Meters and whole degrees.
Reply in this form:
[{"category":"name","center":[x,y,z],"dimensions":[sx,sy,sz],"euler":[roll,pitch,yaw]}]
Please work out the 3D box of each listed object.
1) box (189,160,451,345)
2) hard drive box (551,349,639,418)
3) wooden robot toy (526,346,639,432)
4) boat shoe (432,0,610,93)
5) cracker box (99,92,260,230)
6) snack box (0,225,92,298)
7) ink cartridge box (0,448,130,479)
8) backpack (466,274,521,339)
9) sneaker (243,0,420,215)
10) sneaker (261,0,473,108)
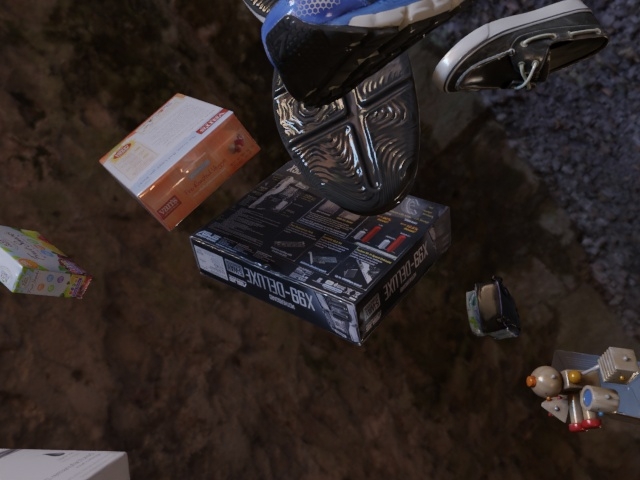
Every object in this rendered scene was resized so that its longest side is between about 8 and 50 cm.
[{"category":"box","center":[0.000,0.000,1.019],"dimensions":[0.307,0.242,0.077],"euler":[19,135,33]},{"category":"hard drive box","center":[0.538,0.267,1.195],"dimensions":[0.232,0.089,0.181],"euler":[22,167,-36]},{"category":"wooden robot toy","center":[0.271,0.167,0.765],"dimensions":[0.079,0.076,0.173],"euler":[9,154,-9]},{"category":"boat shoe","center":[0.236,-0.215,0.799],"dimensions":[0.070,0.219,0.078],"euler":[60,167,25]},{"category":"cracker box","center":[-0.196,-0.114,0.925],"dimensions":[0.067,0.155,0.232],"euler":[53,169,-30]},{"category":"snack box","center":[-0.371,0.024,0.867],"dimensions":[0.141,0.037,0.100],"euler":[29,-171,33]},{"category":"ink cartridge box","center":[-0.297,0.248,0.598],"dimensions":[0.158,0.217,0.092],"euler":[-10,-85,-77]},{"category":"backpack","center":[0.324,0.135,1.295],"dimensions":[0.114,0.084,0.105],"euler":[32,-132,-51]},{"category":"sneaker","center":[0.042,-0.195,0.905],"dimensions":[0.257,0.169,0.448],"euler":[44,-157,-59]},{"category":"sneaker","center":[0.040,-0.217,0.494],"dimensions":[0.147,0.330,0.129],"euler":[47,136,-14]}]
